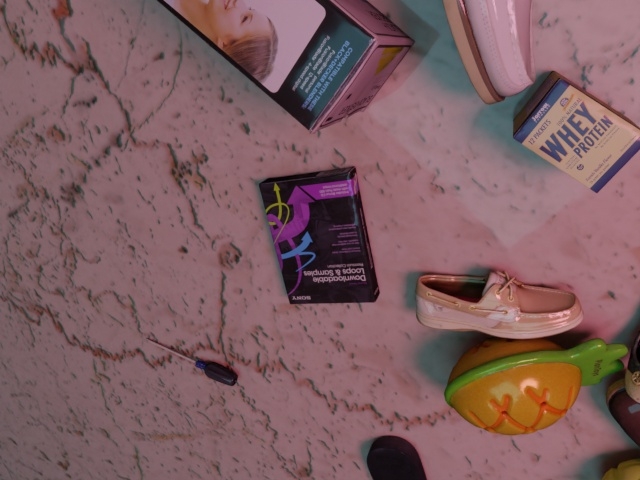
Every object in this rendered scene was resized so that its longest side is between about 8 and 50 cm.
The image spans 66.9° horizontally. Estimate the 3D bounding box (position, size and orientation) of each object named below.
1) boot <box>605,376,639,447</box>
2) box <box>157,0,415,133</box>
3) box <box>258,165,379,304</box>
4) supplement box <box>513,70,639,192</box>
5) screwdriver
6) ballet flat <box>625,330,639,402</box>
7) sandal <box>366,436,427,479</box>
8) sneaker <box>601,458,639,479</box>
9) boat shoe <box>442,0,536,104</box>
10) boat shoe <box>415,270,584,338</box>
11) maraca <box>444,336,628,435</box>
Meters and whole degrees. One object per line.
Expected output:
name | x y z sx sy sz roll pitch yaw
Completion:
boot | 0.381 0.252 0.429 0.248 0.207 0.090 36 120 4
box | -0.064 -0.229 0.423 0.290 0.169 0.087 42 118 2
box | 0.000 0.000 0.576 0.116 0.029 0.162 -5 112 24
supplement box | 0.217 -0.096 0.414 0.083 0.083 0.056 35 121 5
screwdriver | -0.203 0.184 0.742 0.170 0.025 0.024 16 117 14
ballet flat | 0.327 0.076 0.455 0.049 0.057 0.173 9 108 -20
sandal | 0.133 0.395 0.680 0.097 0.054 0.254 -25 101 29
sneaker | 0.428 0.364 0.508 0.296 0.123 0.109 35 120 4
boat shoe | 0.140 -0.260 0.357 0.103 0.113 0.302 -5 109 30
boat shoe | 0.181 0.062 0.510 0.170 0.063 0.059 -3 117 24
maraca | 0.223 0.146 0.511 0.186 0.099 0.127 -19 142 13
